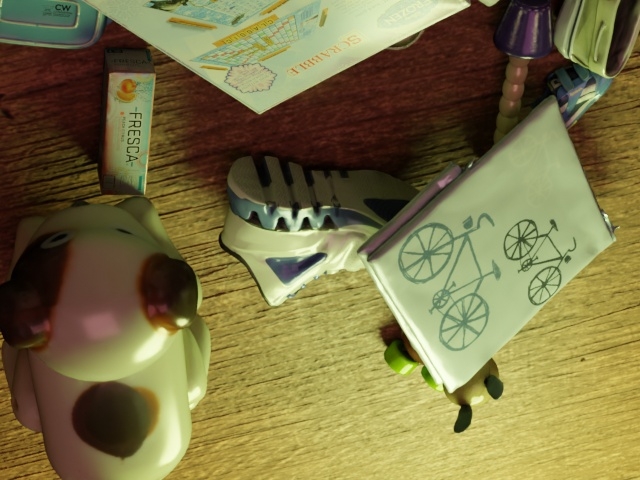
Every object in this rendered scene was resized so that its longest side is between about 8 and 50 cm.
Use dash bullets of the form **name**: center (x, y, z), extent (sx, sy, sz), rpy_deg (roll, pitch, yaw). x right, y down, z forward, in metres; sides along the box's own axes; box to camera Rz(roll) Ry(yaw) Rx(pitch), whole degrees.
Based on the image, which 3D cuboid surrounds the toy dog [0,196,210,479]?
- **toy dog**: center (-0.279, 0.125, 1.673), extent (0.285, 0.395, 0.408), rpy_deg (1, 146, -4)

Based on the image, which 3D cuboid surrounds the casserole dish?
- **casserole dish**: center (-0.329, -0.274, 1.598), extent (0.188, 0.037, 0.114), rpy_deg (3, 127, -17)

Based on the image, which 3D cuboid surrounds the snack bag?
- **snack bag**: center (0.232, 0.003, 1.825), extent (0.342, 0.037, 0.323), rpy_deg (-42, 134, -8)

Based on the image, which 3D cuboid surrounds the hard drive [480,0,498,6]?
- **hard drive**: center (0.159, -0.420, 1.524), extent (0.353, 0.047, 0.233), rpy_deg (21, 118, -47)

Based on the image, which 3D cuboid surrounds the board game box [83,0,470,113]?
- **board game box**: center (-0.056, -0.290, 1.505), extent (0.319, 0.065, 0.318), rpy_deg (-23, 144, 33)

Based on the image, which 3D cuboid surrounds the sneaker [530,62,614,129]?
- **sneaker**: center (0.335, -0.205, 1.800), extent (0.059, 0.053, 0.144), rpy_deg (25, 117, -26)

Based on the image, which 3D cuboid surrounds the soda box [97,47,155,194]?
- **soda box**: center (-0.242, -0.145, 1.701), extent (0.058, 0.063, 0.183), rpy_deg (0, 128, -15)

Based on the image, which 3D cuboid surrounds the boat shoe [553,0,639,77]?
- **boat shoe**: center (0.373, -0.337, 1.662), extent (0.109, 0.094, 0.302), rpy_deg (-24, 142, -33)

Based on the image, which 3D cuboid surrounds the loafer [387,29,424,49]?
- **loafer**: center (0.045, -0.317, 1.618), extent (0.102, 0.092, 0.268), rpy_deg (-31, 128, 11)

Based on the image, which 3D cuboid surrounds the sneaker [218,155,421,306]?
- **sneaker**: center (-0.001, 0.000, 1.847), extent (0.316, 0.127, 0.182), rpy_deg (12, 131, -19)

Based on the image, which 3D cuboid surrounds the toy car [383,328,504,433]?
- **toy car**: center (0.201, 0.187, 1.984), extent (0.149, 0.188, 0.155), rpy_deg (26, 117, -29)

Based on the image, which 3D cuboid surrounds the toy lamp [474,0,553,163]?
- **toy lamp**: center (0.249, -0.192, 1.777), extent (0.080, 0.080, 0.274), rpy_deg (-2, 130, -12)
